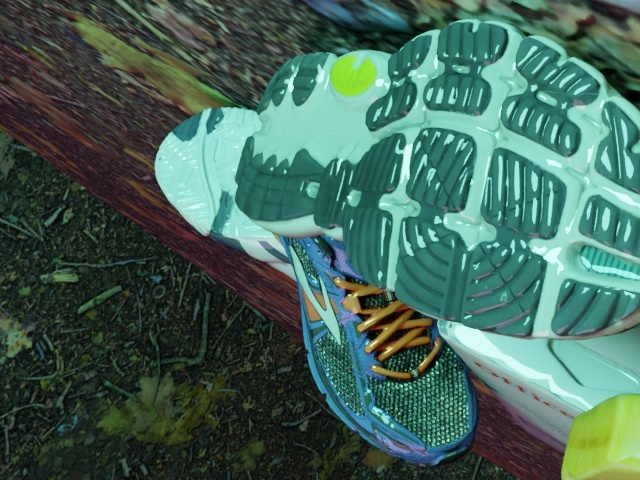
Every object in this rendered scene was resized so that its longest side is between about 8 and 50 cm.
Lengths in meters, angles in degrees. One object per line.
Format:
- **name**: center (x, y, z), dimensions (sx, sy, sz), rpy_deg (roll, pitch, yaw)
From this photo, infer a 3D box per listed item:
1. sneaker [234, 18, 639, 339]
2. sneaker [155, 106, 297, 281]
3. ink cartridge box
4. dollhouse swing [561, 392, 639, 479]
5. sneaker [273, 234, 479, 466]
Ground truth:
- **sneaker**: center (0.062, -0.028, 0.482), dimensions (0.110, 0.107, 0.275), rpy_deg (14, -174, -27)
- **sneaker**: center (0.000, 0.000, 0.809), dimensions (0.235, 0.094, 0.153), rpy_deg (16, 157, 29)
- **ink cartridge box**: center (0.171, 0.077, 0.628), dimensions (0.158, 0.092, 0.218), rpy_deg (28, 172, 29)
- **dollhouse swing**: center (0.262, 0.222, 0.376), dimensions (0.305, 0.315, 0.347), rpy_deg (-14, 145, 31)
- **sneaker**: center (0.021, 0.019, 0.638), dimensions (0.221, 0.083, 0.087), rpy_deg (63, 167, 13)
